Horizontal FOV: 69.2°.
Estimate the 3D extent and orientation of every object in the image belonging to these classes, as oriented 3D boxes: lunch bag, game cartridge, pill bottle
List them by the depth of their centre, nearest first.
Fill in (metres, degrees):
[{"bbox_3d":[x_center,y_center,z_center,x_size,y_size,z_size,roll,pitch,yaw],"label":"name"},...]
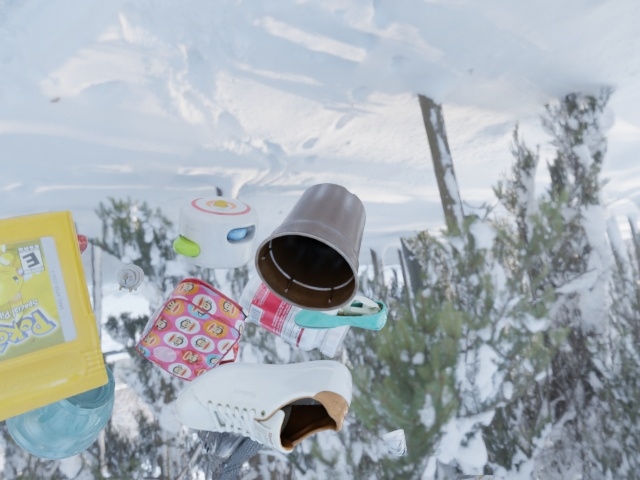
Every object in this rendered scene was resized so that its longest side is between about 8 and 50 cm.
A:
[{"bbox_3d":[-0.530,0.129,0.760,0.285,0.324,0.052,-14,-175,-36],"label":"game cartridge"},{"bbox_3d":[-0.339,0.263,1.280,0.293,0.258,0.120,-46,-162,29],"label":"lunch bag"},{"bbox_3d":[-0.093,0.281,1.801,0.407,0.229,0.229,27,178,12],"label":"pill bottle"}]

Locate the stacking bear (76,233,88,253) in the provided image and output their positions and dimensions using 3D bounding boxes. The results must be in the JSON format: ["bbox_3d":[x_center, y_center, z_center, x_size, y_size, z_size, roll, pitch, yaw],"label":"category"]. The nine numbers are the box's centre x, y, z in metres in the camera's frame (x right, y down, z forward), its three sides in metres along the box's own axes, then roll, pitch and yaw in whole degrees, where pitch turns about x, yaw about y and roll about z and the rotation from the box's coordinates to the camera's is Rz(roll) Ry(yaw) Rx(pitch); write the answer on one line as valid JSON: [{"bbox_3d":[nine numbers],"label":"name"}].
[{"bbox_3d":[-0.638,0.145,1.090,0.175,0.289,0.164,-3,166,-24],"label":"stacking bear"}]

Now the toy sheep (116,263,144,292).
[{"bbox_3d":[-0.616,0.121,1.502,0.091,0.091,0.132,-9,-178,-12],"label":"toy sheep"}]

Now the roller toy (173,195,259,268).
[{"bbox_3d":[-0.251,-0.030,1.143,0.191,0.146,0.209,7,-160,-8],"label":"roller toy"}]

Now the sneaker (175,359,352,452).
[{"bbox_3d":[-0.099,0.253,0.692,0.289,0.106,0.123,-13,-158,12],"label":"sneaker"}]

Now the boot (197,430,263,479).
[{"bbox_3d":[-0.328,0.677,1.620,0.118,0.223,0.338,11,125,-46],"label":"boot"}]

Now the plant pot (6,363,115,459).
[{"bbox_3d":[-0.753,0.477,1.412,0.196,0.293,0.293,-41,159,23],"label":"plant pot"}]

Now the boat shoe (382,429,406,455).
[{"bbox_3d":[0.230,0.621,1.409,0.066,0.063,0.184,-18,147,-1],"label":"boat shoe"}]

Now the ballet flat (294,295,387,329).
[{"bbox_3d":[0.056,0.174,1.171,0.247,0.087,0.083,5,-158,-17],"label":"ballet flat"}]

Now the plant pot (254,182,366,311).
[{"bbox_3d":[0.000,0.000,0.765,0.166,0.167,0.165,-17,-148,33],"label":"plant pot"}]

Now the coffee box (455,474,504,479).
[{"bbox_3d":[0.417,0.657,1.133,0.098,0.141,0.247,-51,169,-25],"label":"coffee box"}]
